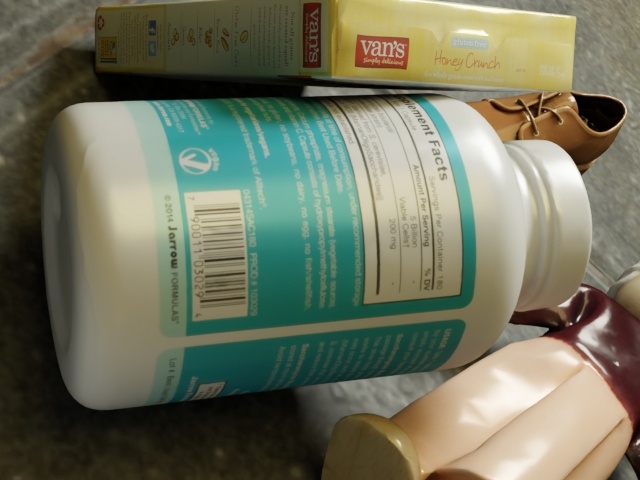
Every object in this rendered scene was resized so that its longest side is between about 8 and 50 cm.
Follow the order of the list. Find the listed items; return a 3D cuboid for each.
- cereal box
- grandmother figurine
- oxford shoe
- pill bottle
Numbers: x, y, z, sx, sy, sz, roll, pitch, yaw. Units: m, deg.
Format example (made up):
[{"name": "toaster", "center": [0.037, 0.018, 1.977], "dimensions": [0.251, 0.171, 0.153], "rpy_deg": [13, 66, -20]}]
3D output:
[{"name": "cereal box", "center": [0.000, -0.112, 0.657], "dimensions": [0.173, 0.240, 0.047], "rpy_deg": [-4, 100, -37]}, {"name": "grandmother figurine", "center": [0.160, 0.097, 0.695], "dimensions": [0.342, 0.104, 0.208], "rpy_deg": [-29, 86, -42]}, {"name": "oxford shoe", "center": [0.144, -0.084, 0.838], "dimensions": [0.212, 0.076, 0.076], "rpy_deg": [-11, 67, -39]}, {"name": "pill bottle", "center": [0.000, 0.000, 0.576], "dimensions": [0.264, 0.146, 0.146], "rpy_deg": [-4, 59, -20]}]
